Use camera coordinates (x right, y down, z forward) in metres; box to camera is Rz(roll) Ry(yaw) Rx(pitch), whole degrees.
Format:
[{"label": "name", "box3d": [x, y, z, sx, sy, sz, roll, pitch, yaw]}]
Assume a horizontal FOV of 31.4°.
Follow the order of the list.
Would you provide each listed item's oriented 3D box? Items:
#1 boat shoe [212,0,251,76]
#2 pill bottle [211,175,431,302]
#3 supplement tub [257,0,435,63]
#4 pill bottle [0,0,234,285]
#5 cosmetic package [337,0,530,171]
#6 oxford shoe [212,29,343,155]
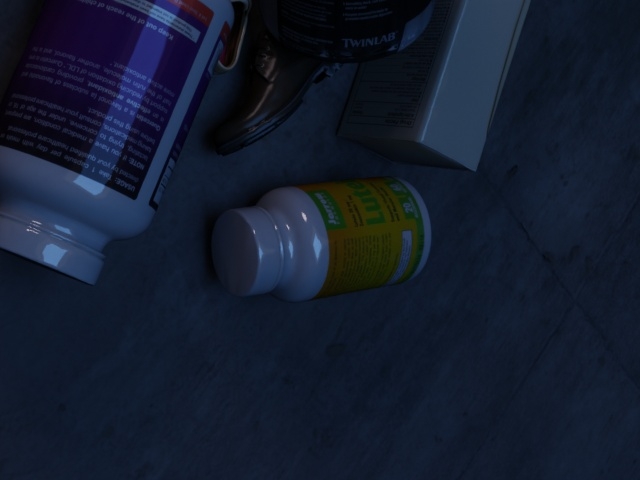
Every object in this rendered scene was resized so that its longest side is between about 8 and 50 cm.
[{"label": "boat shoe", "box3d": [-0.103, -0.268, 1.278, 0.063, 0.059, 0.170, 4, 95, -38]}, {"label": "pill bottle", "box3d": [0.000, 0.000, 1.351, 0.245, 0.136, 0.136, -8, 102, -37]}, {"label": "supplement tub", "box3d": [0.028, -0.371, 1.188, 0.207, 0.207, 0.338, -38, 150, -27]}, {"label": "pill bottle", "box3d": [-0.221, -0.127, 1.132, 0.181, 0.181, 0.323, 28, 80, -37]}, {"label": "cosmetic package", "box3d": [0.152, -0.252, 1.416, 0.113, 0.160, 0.310, 21, 85, -38]}, {"label": "oxford shoe", "box3d": [-0.058, -0.189, 1.326, 0.096, 0.083, 0.227, 47, 67, -14]}]
